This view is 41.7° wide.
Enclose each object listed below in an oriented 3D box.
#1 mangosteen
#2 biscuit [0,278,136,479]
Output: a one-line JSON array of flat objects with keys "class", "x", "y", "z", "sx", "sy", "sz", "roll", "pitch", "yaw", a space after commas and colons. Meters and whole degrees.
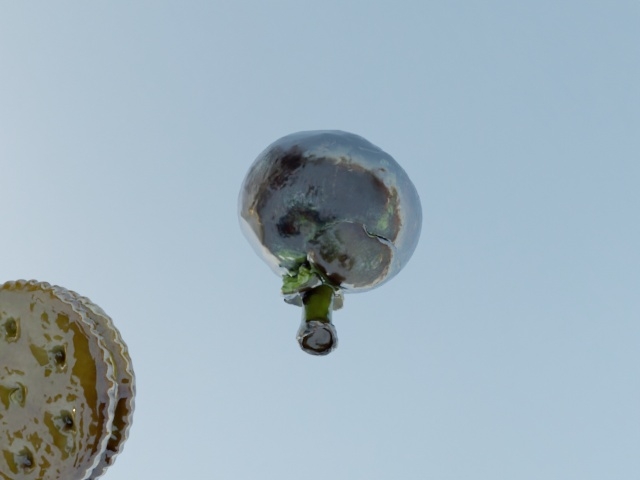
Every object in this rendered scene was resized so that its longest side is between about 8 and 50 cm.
[{"class": "mangosteen", "x": 0.000, "y": 0.000, "z": 1.023, "sx": 0.231, "sy": 0.289, "sz": 0.231, "roll": 14, "pitch": -31, "yaw": 9}, {"class": "biscuit", "x": -0.281, "y": 0.148, "z": 0.814, "sx": 0.221, "sy": 0.066, "sz": 0.220, "roll": -1, "pitch": -93, "yaw": 21}]
